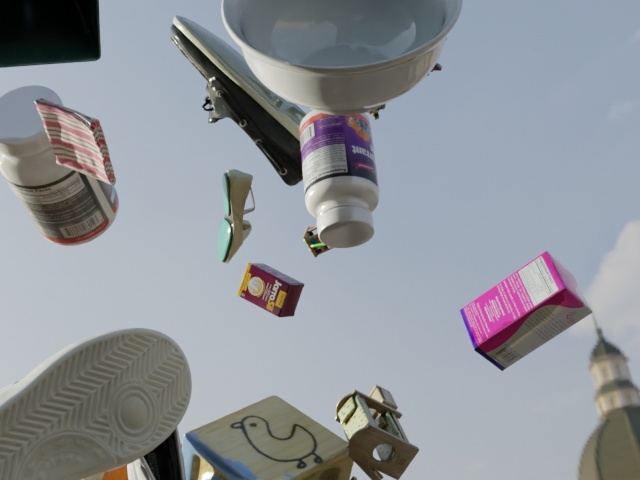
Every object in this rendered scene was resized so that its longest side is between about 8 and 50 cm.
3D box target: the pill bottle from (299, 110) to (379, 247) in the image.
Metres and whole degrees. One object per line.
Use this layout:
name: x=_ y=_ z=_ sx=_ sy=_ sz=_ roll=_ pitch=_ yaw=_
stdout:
pill bottle: x=0.029 y=-0.092 z=1.386 sx=0.108 sy=0.193 sz=0.108 roll=-4 pitch=-29 yaw=-2

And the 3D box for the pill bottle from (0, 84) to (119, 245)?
pill bottle: x=-0.607 y=-0.167 z=2.171 sx=0.210 sy=0.210 sz=0.362 roll=-9 pitch=-36 yaw=2

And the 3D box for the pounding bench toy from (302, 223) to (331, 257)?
pounding bench toy: x=0.000 y=0.000 z=1.890 sx=0.065 sy=0.083 sz=0.052 roll=-25 pitch=-73 yaw=18

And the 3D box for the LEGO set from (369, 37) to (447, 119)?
LEGO set: x=0.154 y=-0.420 z=1.950 sx=0.192 sy=0.255 sz=0.331 roll=5 pitch=-55 yaw=14

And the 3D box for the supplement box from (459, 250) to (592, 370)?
supplement box: x=0.404 y=0.141 z=1.893 sx=0.220 sy=0.113 sz=0.111 roll=-36 pitch=-50 yaw=21

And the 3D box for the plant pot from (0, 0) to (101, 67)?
plant pot: x=-0.429 y=-0.393 z=1.417 sx=0.166 sy=0.234 sz=0.165 roll=-8 pitch=-45 yaw=-18

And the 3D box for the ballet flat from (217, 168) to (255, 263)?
ballet flat: x=-0.198 y=-0.055 z=2.298 sx=0.086 sy=0.086 sz=0.248 roll=0 pitch=-60 yaw=-13

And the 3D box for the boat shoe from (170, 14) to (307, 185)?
boat shoe: x=-0.133 y=-0.220 z=1.554 sx=0.340 sy=0.127 sz=0.113 roll=41 pitch=-71 yaw=-4

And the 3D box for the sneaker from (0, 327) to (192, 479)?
sneaker: x=-0.278 y=0.183 z=0.891 sx=0.148 sy=0.131 sz=0.350 roll=-16 pitch=6 yaw=42

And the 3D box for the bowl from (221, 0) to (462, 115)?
bowl: x=0.028 y=-0.252 z=1.209 sx=0.298 sy=0.297 sz=0.134 roll=-6 pitch=-44 yaw=-3

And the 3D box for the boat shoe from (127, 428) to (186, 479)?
boat shoe: x=-0.245 y=0.266 z=1.392 sx=0.095 sy=0.258 sz=0.084 roll=-15 pitch=-6 yaw=-41

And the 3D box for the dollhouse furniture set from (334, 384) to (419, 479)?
dollhouse furniture set: x=0.044 y=0.315 z=1.459 sx=0.101 sy=0.182 sz=0.160 roll=30 pitch=-79 yaw=-18

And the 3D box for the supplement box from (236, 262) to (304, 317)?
supplement box: x=-0.074 y=0.073 z=1.408 sx=0.083 sy=0.054 sz=0.043 roll=24 pitch=10 yaw=28

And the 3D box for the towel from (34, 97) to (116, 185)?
towel: x=-0.492 y=-0.193 z=1.919 sx=0.144 sy=0.029 sz=0.197 roll=21 pitch=-34 yaw=16

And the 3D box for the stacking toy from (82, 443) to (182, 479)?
stacking toy: x=-0.308 y=0.540 z=1.967 sx=0.480 sy=0.350 sz=0.350 roll=22 pitch=-40 yaw=-18

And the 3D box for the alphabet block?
alphabet block: x=-0.090 y=0.386 z=1.485 sx=0.197 sy=0.192 sz=0.193 roll=-16 pitch=-55 yaw=-47
